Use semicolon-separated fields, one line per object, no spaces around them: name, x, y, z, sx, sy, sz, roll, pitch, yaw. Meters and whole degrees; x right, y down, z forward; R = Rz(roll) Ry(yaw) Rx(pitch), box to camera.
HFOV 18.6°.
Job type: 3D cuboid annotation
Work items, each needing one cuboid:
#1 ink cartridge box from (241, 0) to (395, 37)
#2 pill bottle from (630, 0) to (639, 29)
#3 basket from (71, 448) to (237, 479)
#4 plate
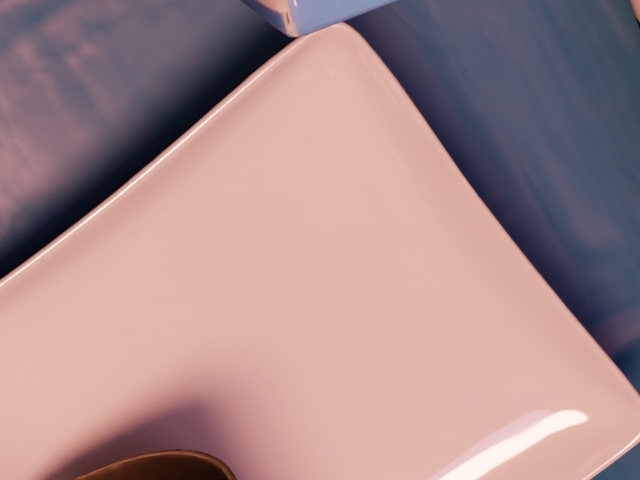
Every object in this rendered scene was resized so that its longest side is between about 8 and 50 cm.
ink cartridge box;0.107;-0.244;0.769;0.395;0.285;0.166;-22;113;-10
pill bottle;0.257;-0.073;0.926;0.181;0.181;0.323;-27;113;-8
basket;-0.061;0.235;0.900;0.204;0.154;0.227;-31;120;11
plate;-0.023;0.072;0.943;0.278;0.045;0.277;-38;115;4
